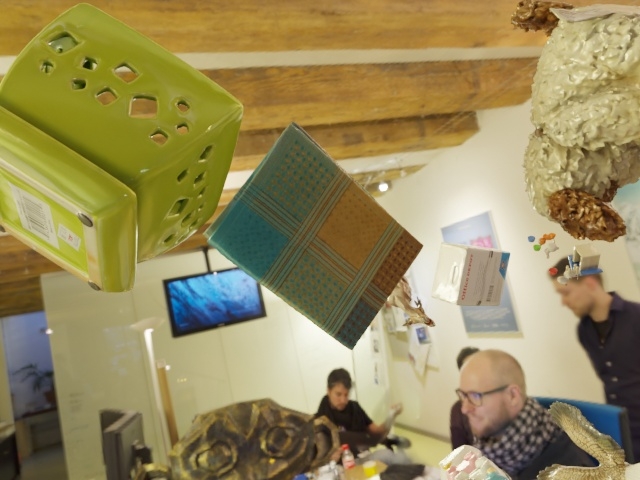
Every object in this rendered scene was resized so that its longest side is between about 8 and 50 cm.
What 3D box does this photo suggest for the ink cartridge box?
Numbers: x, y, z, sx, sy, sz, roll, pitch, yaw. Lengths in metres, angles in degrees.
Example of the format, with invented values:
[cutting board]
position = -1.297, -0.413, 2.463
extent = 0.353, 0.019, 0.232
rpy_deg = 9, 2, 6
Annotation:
[ink cartridge box]
position = 0.367, 0.083, 1.195
extent = 0.190, 0.140, 0.082
rpy_deg = 7, 5, -38

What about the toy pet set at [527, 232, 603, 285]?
[toy pet set]
position = 0.492, 0.044, 0.989
extent = 0.114, 0.065, 0.122
rpy_deg = -9, 36, 5

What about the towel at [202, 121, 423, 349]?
[towel]
position = 0.000, 0.000, 0.937
extent = 0.271, 0.370, 0.040
rpy_deg = -53, 19, -9

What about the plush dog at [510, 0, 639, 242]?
[plush dog]
position = 0.283, -0.120, 0.518
extent = 0.210, 0.226, 0.262
rpy_deg = 17, 34, 21

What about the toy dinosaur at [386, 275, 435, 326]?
[toy dinosaur]
position = 0.264, 0.171, 1.623
extent = 0.200, 0.296, 0.127
rpy_deg = 29, -54, -23

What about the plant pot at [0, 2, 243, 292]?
[plant pot]
position = -0.253, -0.088, 0.572
extent = 0.207, 0.227, 0.228
rpy_deg = -57, -1, -38

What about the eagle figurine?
[eagle figurine]
position = 0.734, 0.592, 1.301
extent = 0.298, 0.225, 0.226
rpy_deg = 11, 35, 34

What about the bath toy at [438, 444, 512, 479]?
[bath toy]
position = 0.292, 0.488, 0.924
extent = 0.151, 0.129, 0.348
rpy_deg = -38, -16, -2
